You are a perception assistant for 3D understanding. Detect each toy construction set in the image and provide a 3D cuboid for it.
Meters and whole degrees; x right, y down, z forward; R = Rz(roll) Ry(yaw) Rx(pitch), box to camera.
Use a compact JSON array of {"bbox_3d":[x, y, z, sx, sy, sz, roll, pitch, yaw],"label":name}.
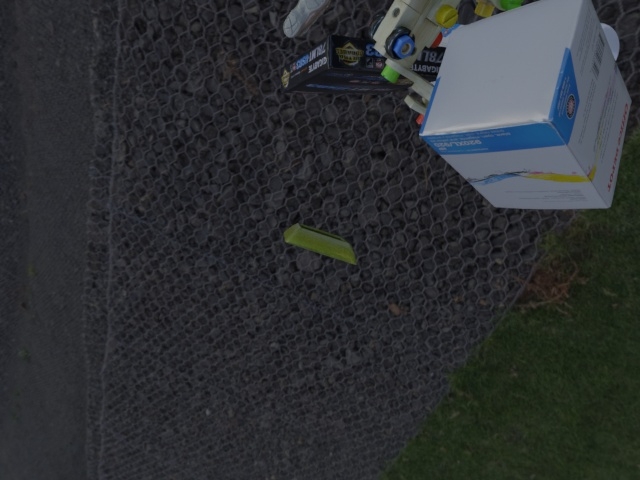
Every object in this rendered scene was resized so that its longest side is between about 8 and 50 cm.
[{"bbox_3d":[0.211,-0.357,0.711,0.151,0.215,0.327,42,116,44],"label":"toy construction set"}]

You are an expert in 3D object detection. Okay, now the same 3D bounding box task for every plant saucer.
[{"bbox_3d":[0.000,0.000,1.131,0.188,0.188,0.045,19,95,-8],"label":"plant saucer"}]

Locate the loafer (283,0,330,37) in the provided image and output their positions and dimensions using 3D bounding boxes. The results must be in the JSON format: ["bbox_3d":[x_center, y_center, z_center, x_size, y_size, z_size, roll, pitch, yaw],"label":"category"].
[{"bbox_3d":[-0.015,-0.400,0.736,0.125,0.039,0.045,-32,85,41],"label":"loafer"}]

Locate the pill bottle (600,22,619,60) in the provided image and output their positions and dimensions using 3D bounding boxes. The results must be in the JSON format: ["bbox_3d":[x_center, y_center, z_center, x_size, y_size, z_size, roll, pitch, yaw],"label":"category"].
[{"bbox_3d":[0.470,-0.361,0.855,0.121,0.216,0.121,-2,105,-6],"label":"pill bottle"}]

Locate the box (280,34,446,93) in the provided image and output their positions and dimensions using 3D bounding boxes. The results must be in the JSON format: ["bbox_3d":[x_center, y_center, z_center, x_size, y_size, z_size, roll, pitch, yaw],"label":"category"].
[{"bbox_3d":[0.089,-0.396,1.006,0.295,0.293,0.073,-6,100,-24],"label":"box"}]

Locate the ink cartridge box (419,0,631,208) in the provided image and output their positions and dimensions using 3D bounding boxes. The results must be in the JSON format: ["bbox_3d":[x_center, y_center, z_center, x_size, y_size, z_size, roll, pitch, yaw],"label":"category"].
[{"bbox_3d":[0.283,-0.163,0.579,0.233,0.171,0.168,28,166,-39],"label":"ink cartridge box"}]

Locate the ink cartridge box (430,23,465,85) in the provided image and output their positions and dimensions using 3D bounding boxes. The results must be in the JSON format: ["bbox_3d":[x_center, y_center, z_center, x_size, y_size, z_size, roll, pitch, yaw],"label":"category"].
[{"bbox_3d":[0.338,-0.473,1.155,0.082,0.139,0.190,23,111,-32],"label":"ink cartridge box"}]
